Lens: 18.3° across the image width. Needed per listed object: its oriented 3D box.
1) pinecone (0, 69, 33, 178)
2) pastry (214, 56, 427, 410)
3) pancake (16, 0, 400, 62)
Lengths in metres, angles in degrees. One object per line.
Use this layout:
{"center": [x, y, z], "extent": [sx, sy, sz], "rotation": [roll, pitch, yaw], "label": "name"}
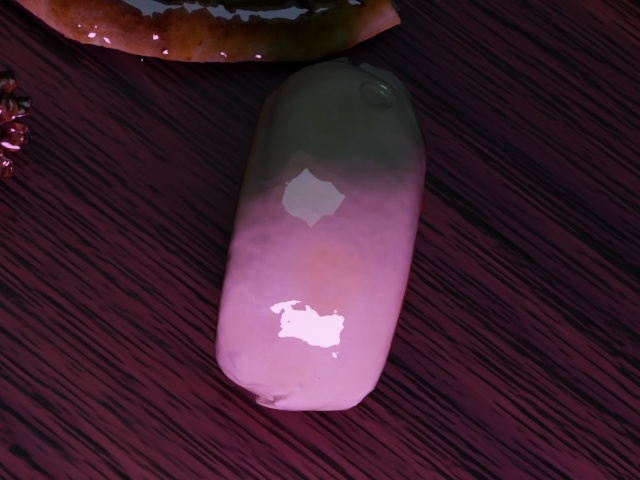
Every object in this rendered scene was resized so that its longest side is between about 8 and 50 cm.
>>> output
{"center": [-0.284, -0.092, 1.515], "extent": [0.121, 0.140, 0.140], "rotation": [-7, 65, -42], "label": "pinecone"}
{"center": [0.000, -0.002, 1.459], "extent": [0.133, 0.265, 0.265], "rotation": [9, 66, -2], "label": "pastry"}
{"center": [-0.126, -0.280, 1.655], "extent": [0.427, 0.067, 0.305], "rotation": [32, 64, 8], "label": "pancake"}
